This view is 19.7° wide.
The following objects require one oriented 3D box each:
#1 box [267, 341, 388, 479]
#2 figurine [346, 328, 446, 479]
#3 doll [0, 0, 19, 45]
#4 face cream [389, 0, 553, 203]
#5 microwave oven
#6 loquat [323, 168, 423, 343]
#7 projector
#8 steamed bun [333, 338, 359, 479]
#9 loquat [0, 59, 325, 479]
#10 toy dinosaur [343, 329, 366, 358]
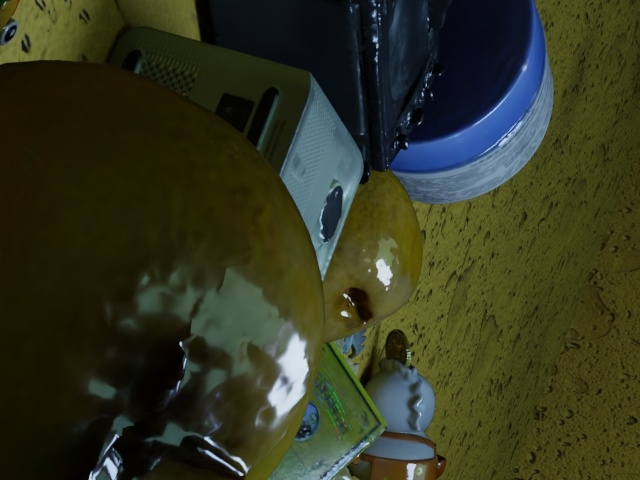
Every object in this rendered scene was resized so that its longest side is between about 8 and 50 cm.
[{"bbox_3d":[-0.050,0.197,1.845,0.220,0.064,0.141,-39,102,-36],"label":"box"},{"bbox_3d":[0.092,0.258,2.474,0.143,0.143,0.271,-35,118,-64],"label":"figurine"},{"bbox_3d":[-0.216,-0.184,1.128,0.134,0.106,0.186,-52,169,-40],"label":"doll"},{"bbox_3d":[0.111,-0.178,1.911,0.225,0.249,0.249,56,53,-69],"label":"face cream"},{"bbox_3d":[0.011,-0.204,1.675,0.247,0.188,0.178,85,27,-50],"label":"microwave oven"},{"bbox_3d":[0.000,0.000,1.806,0.208,0.208,0.208,16,90,-73],"label":"loquat"},{"bbox_3d":[-0.077,-0.060,1.553,0.242,0.177,0.163,56,53,-69],"label":"projector"},{"bbox_3d":[-0.031,0.202,2.010,0.292,0.137,0.295,-15,121,-67],"label":"steamed bun"},{"bbox_3d":[-0.172,0.036,1.170,0.328,0.359,0.328,-13,125,-20],"label":"loquat"},{"bbox_3d":[0.030,0.107,2.265,0.209,0.039,0.082,66,41,-65],"label":"toy dinosaur"}]
